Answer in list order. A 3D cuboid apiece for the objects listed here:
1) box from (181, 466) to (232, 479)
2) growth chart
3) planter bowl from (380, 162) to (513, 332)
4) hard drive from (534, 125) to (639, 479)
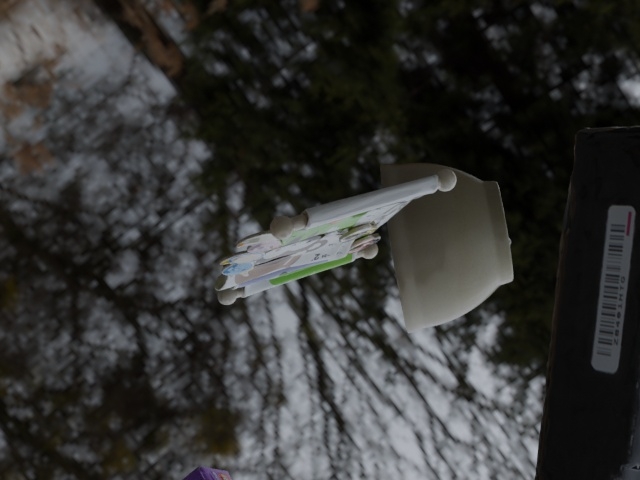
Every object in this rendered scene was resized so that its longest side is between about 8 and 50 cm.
[{"bbox_3d":[-0.162,0.386,1.346,0.293,0.057,0.201,-41,-120,15],"label":"box"},{"bbox_3d":[0.000,0.000,1.041,0.172,0.021,0.237,-19,171,-20],"label":"growth chart"},{"bbox_3d":[0.122,-0.001,1.314,0.109,0.162,0.162,-10,-158,5],"label":"planter bowl"},{"bbox_3d":[0.245,0.085,0.647,0.339,0.237,0.064,6,180,-32],"label":"hard drive"}]
